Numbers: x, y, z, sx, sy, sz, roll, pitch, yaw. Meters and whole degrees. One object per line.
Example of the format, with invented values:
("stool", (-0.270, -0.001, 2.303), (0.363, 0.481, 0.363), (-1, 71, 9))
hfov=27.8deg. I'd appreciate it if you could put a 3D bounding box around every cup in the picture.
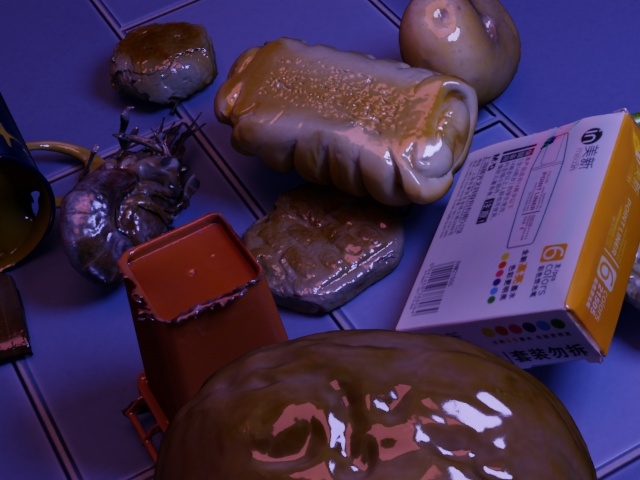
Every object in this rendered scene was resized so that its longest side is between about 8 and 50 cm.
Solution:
("cup", (-0.416, -0.083, 1.619), (0.178, 0.255, 0.256), (-49, 42, 15))

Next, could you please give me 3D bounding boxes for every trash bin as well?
("trash bin", (-0.119, 0.107, 1.280), (0.184, 0.238, 0.161), (-27, 47, -13))

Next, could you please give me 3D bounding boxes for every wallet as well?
("wallet", (-0.464, 0.119, 1.481), (0.255, 0.031, 0.137), (-19, 46, -8))

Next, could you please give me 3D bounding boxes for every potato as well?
("potato", (0.170, -0.236, 1.597), (0.150, 0.146, 0.234), (41, 23, 17))

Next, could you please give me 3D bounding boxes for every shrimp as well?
("shrimp", (-0.225, -0.075, 1.562), (0.116, 0.145, 0.343), (-30, 22, 34))

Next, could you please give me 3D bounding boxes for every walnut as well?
("walnut", (0.046, 0.250, 1.064), (0.398, 0.308, 0.354), (1, 79, 13))

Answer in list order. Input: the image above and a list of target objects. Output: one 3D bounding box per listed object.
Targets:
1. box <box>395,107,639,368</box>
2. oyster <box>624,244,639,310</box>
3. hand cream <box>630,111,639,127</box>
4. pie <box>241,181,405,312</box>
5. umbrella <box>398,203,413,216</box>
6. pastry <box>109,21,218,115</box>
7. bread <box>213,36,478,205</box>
("box", (0.221, 0.004, 1.348), (0.221, 0.091, 0.274), (-11, 43, 44))
("oyster", (0.355, -0.028, 1.417), (0.275, 0.100, 0.271), (4, 52, 52))
("hand cream", (0.375, -0.141, 1.585), (0.122, 0.023, 0.036), (-13, 48, 4))
("pie", (0.000, 0.000, 1.501), (0.195, 0.046, 0.195), (-4, 46, 5))
("umbrella", (0.068, -0.125, 1.616), (0.044, 0.044, 0.269), (5, 38, -29))
("pastry", (-0.213, -0.243, 1.757), (0.153, 0.081, 0.153), (-9, 45, 9))
("bread", (0.027, -0.140, 1.511), (0.311, 0.121, 0.173), (19, 67, 25))
